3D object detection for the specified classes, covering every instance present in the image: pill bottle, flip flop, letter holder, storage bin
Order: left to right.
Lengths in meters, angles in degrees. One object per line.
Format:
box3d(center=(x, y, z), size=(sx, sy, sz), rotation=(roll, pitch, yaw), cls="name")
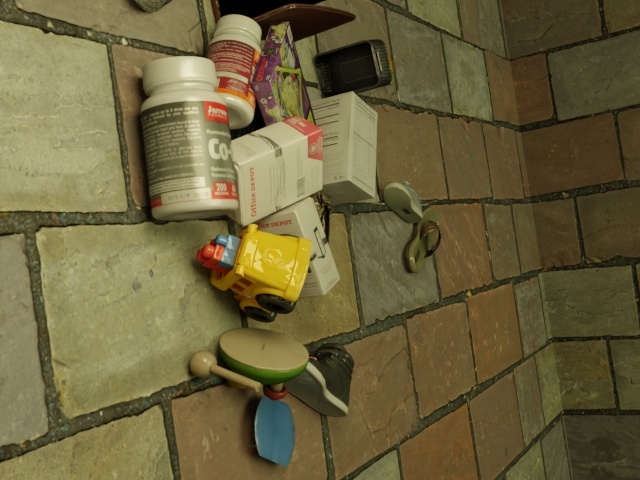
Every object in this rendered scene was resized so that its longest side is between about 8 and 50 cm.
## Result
box3d(center=(-0.247, -0.186, 1.420), size=(0.161, 0.161, 0.283), rotation=(-2, 85, -58), cls="pill bottle")
box3d(center=(-0.186, -0.354, 1.601), size=(0.121, 0.121, 0.221), rotation=(36, 53, -49), cls="pill bottle")
box3d(center=(-0.076, -0.561, 1.742), size=(0.302, 0.214, 0.152), rotation=(-18, 98, -58), cls="letter holder")
box3d(center=(0.085, -0.449, 2.006), size=(0.084, 0.180, 0.122), rotation=(-27, 105, -57), cls="storage bin")
box3d(center=(0.335, -0.002, 2.393), size=(0.112, 0.080, 0.277), rotation=(63, 36, -26), cls="flip flop")

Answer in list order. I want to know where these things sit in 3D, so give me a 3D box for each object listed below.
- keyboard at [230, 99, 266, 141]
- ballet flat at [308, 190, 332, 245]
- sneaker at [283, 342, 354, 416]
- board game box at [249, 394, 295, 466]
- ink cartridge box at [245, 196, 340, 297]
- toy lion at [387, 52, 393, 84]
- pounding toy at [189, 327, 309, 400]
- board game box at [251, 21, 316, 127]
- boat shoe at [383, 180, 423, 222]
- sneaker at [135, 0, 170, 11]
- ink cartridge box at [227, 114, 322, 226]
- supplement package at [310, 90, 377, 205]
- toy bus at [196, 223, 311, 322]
box3d(center=(-0.124, -0.248, 1.762), size=(0.201, 0.033, 0.317), rotation=(55, 41, -36), cls="keyboard")
box3d(center=(0.000, 0.000, 1.867), size=(0.084, 0.058, 0.250), rotation=(18, 70, -57), cls="ballet flat")
box3d(center=(-0.010, 0.285, 1.748), size=(0.296, 0.104, 0.147), rotation=(52, 40, -47), cls="sneaker")
box3d(center=(-0.108, 0.403, 1.621), size=(0.169, 0.033, 0.133), rotation=(44, 42, -51), cls="board game box")
box3d(center=(-0.064, 0.020, 1.677), size=(0.086, 0.148, 0.203), rotation=(-42, 117, -52), cls="ink cartridge box")
box3d(center=(0.209, -0.535, 2.379), size=(0.096, 0.034, 0.100), rotation=(-34, 112, -64), cls="toy lion")
box3d(center=(-0.135, 0.267, 1.515), size=(0.237, 0.183, 0.110), rotation=(-16, 122, -58), cls="pounding toy")
box3d(center=(-0.070, -0.286, 1.718), size=(0.347, 0.056, 0.208), rotation=(73, 18, -47), cls="board game box")
box3d(center=(0.248, -0.131, 2.299), size=(0.227, 0.079, 0.081), rotation=(43, 41, -53), cls="boat shoe")
box3d(center=(-0.305, -0.554, 1.505), size=(0.129, 0.111, 0.297), rotation=(46, 40, -22), cls="sneaker")
box3d(center=(-0.105, -0.146, 1.582), size=(0.218, 0.092, 0.158), rotation=(-29, 137, -32), cls="ink cartridge box")
box3d(center=(0.055, -0.232, 1.946), size=(0.139, 0.134, 0.244), rotation=(29, 59, -52), cls="supplement package")
box3d(center=(-0.150, 0.058, 1.529), size=(0.211, 0.220, 0.149), rotation=(21, 65, -18), cls="toy bus")
